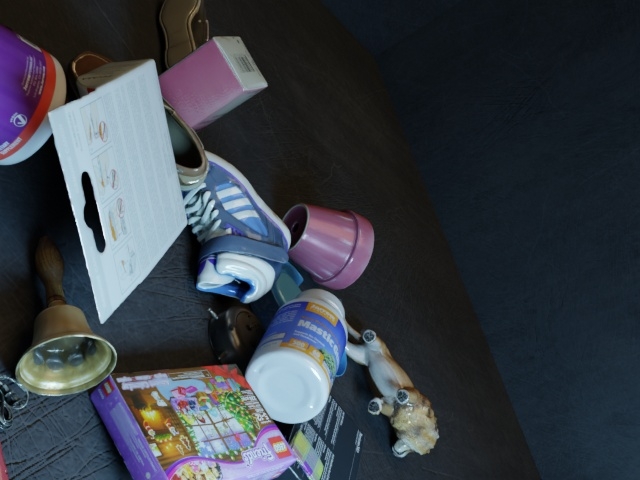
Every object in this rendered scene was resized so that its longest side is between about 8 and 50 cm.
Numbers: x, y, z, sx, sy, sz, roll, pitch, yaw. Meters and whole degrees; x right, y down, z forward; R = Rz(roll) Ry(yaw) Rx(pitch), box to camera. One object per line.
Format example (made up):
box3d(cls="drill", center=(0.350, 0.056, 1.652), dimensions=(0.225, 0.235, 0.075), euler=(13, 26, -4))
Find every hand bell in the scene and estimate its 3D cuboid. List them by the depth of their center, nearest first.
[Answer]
box3d(cls="hand bell", center=(-0.368, 0.081, 1.040), dimensions=(0.126, 0.126, 0.242), euler=(36, 21, -47))

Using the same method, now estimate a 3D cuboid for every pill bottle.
box3d(cls="pill bottle", center=(-0.512, -0.236, 0.976), dimensions=(0.323, 0.181, 0.181), euler=(29, 38, -52))
box3d(cls="pill bottle", center=(-0.033, 0.199, 1.386), dimensions=(0.152, 0.152, 0.272), euler=(55, 25, -14))

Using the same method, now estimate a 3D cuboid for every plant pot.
box3d(cls="plant pot", center=(0.000, 0.000, 1.828), dimensions=(0.180, 0.201, 0.201), euler=(25, 38, -31))

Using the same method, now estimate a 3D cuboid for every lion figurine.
box3d(cls="lion figurine", center=(0.158, 0.333, 1.817), dimensions=(0.240, 0.142, 0.392), euler=(36, 27, -60))

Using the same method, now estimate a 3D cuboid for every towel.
box3d(cls="towel", center=(-0.024, 0.369, 1.270), dimensions=(0.083, 0.009, 0.060), euler=(56, 22, -9))

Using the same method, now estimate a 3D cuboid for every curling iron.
box3d(cls="curling iron", center=(-0.363, 0.280, 0.863), dimensions=(0.068, 0.035, 0.274), euler=(27, 39, -54))

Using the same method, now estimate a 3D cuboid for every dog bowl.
box3d(cls="dog bowl", center=(-0.054, 0.178, 1.621), dimensions=(0.297, 0.074, 0.166), euler=(57, 22, -12))

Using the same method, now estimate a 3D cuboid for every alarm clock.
box3d(cls="alarm clock", center=(-0.140, 0.194, 1.433), dimensions=(0.192, 0.064, 0.129), euler=(33, 34, -55))

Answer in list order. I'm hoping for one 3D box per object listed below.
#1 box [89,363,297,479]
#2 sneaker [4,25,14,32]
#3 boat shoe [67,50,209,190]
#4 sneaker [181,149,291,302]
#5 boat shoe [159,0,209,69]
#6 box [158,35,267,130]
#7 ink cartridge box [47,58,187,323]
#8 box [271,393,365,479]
box3d(cls="box", center=(-0.183, 0.288, 1.132), dimensions=(0.201, 0.057, 0.293), euler=(53, 21, 24))
box3d(cls="sneaker", center=(-0.516, -0.321, 1.240), dimensions=(0.047, 0.057, 0.119), euler=(34, 33, -45))
box3d(cls="boat shoe", center=(-0.326, -0.231, 1.374), dimensions=(0.324, 0.123, 0.116), euler=(42, -19, -10))
box3d(cls="sneaker", center=(-0.209, -0.020, 1.454), dimensions=(0.323, 0.130, 0.236), euler=(42, 38, -12))
box3d(cls="boat shoe", center=(-0.328, -0.498, 1.829), dimensions=(0.095, 0.112, 0.335), euler=(61, 18, -53))
box3d(cls="box", center=(-0.253, -0.316, 1.573), dimensions=(0.127, 0.232, 0.148), euler=(59, 22, -5))
box3d(cls="ink cartridge box", center=(-0.326, -0.093, 1.149), dimensions=(0.385, 0.091, 0.308), euler=(-69, 155, -65))
box3d(cls="box", center=(-0.022, 0.399, 1.378), dimensions=(0.184, 0.103, 0.261), euler=(51, 24, -12))
